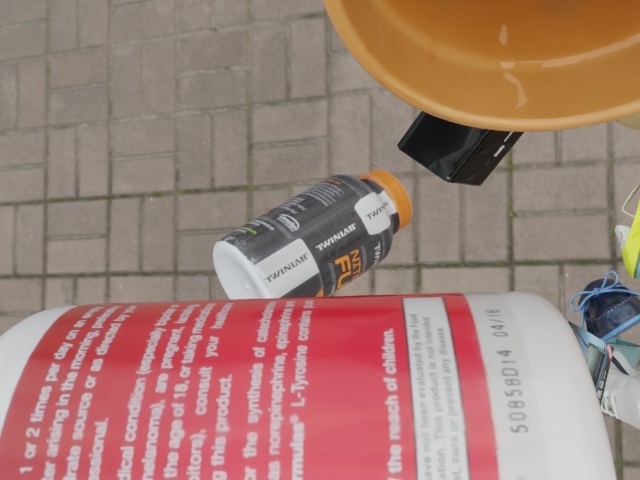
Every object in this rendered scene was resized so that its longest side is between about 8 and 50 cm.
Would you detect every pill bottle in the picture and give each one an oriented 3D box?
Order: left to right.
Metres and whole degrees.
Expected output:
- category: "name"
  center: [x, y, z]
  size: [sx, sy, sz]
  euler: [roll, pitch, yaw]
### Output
- category: "pill bottle"
  center: [-0.063, 0.148, 0.417]
  size: [0.408, 0.229, 0.228]
  euler: [-2, 87, 4]
- category: "pill bottle"
  center: [0.000, 0.000, 0.882]
  size: [0.246, 0.130, 0.130]
  euler: [-32, 74, -26]

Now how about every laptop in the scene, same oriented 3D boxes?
- category: "laptop"
  center: [0.375, -0.275, 1.818]
  size: [0.136, 0.264, 0.234]
  euler: [53, 123, 29]

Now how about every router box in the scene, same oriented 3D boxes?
- category: "router box"
  center: [0.268, 0.156, 0.772]
  size: [0.038, 0.092, 0.122]
  euler: [-3, 64, 55]

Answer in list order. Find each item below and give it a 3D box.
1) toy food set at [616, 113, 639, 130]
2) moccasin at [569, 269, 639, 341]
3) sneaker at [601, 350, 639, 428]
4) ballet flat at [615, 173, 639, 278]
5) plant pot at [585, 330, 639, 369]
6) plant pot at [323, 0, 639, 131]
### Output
- category: "toy food set"
  center: [0.419, -0.184, 0.869]
  size: [0.192, 0.132, 0.038]
  euler: [16, 61, -8]
- category: "moccasin"
  center: [0.576, 0.139, 1.455]
  size: [0.138, 0.342, 0.116]
  euler: [-30, 78, 8]
- category: "sneaker"
  center: [0.477, 0.252, 1.150]
  size: [0.095, 0.235, 0.090]
  euler: [-9, 96, 3]
- category: "ballet flat"
  center: [0.657, -0.036, 1.464]
  size: [0.077, 0.077, 0.230]
  euler: [19, 89, 31]
- category: "plant pot"
  center: [0.569, 0.306, 1.632]
  size: [0.291, 0.290, 0.195]
  euler: [10, 90, 19]
- category: "plant pot"
  center: [0.143, -0.239, 0.434]
  size: [0.291, 0.291, 0.203]
  euler: [-11, 54, 18]
